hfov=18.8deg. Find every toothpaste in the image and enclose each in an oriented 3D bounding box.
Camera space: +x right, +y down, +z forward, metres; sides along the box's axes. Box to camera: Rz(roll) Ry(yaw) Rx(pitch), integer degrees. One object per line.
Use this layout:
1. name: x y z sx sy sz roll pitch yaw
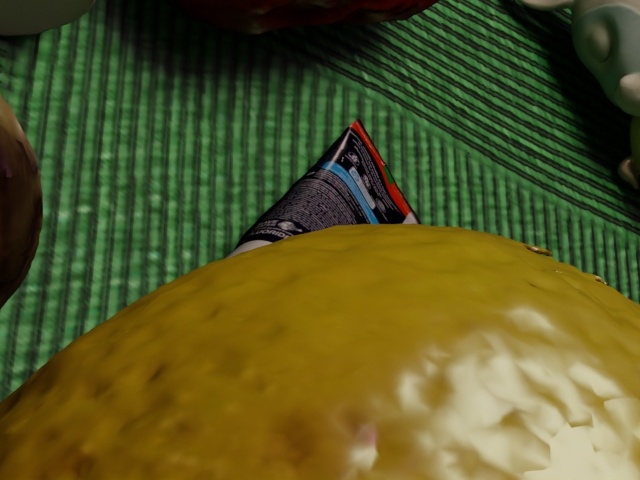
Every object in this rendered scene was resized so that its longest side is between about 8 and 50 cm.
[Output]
1. toothpaste: 0.000 0.000 0.984 0.071 0.045 0.193 58 33 -8

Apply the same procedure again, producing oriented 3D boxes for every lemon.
1. lemon: 0.004 0.176 0.635 0.387 0.350 0.350 -39 93 -32

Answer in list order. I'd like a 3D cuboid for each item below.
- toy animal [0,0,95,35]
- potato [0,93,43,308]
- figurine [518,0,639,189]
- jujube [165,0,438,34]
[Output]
1. toy animal: -0.162 -0.189 0.936 0.127 0.131 0.181 41 36 -68
2. potato: -0.258 -0.053 0.643 0.242 0.242 0.285 -30 89 -50
3. figurine: 0.223 -0.115 1.213 0.127 0.235 0.155 -45 137 -58
4. jujube: -0.004 -0.184 1.027 0.230 0.155 0.155 -4 66 -55
